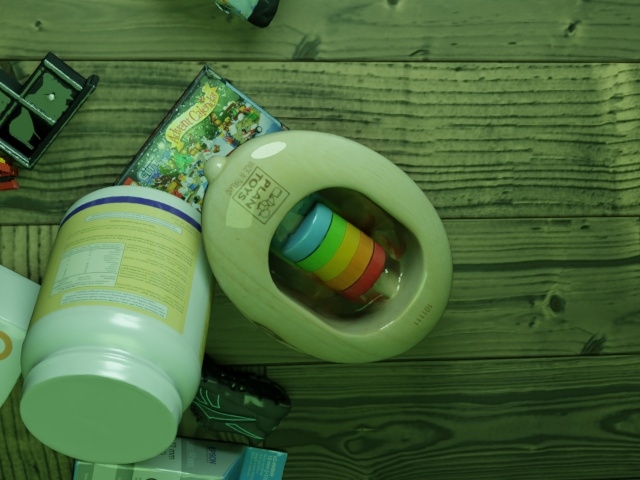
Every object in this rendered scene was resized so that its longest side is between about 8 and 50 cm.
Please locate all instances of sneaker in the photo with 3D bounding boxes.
[{"bbox_3d":[-0.180,0.247,1.715,0.267,0.101,0.106,27,108,-16],"label":"sneaker"}]

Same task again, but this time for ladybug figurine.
[{"bbox_3d":[0.000,0.000,1.580,0.449,0.162,0.305,39,91,-31],"label":"ladybug figurine"}]

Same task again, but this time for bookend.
[{"bbox_3d":[-0.421,-0.210,1.519,0.156,0.072,0.157,38,102,-19],"label":"bookend"}]

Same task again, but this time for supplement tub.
[{"bbox_3d":[-0.275,0.113,1.496,0.240,0.331,0.241,2,136,2],"label":"supplement tub"}]

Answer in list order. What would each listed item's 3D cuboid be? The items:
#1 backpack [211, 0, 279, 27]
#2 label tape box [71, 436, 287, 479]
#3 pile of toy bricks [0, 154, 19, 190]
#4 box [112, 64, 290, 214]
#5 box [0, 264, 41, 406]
[{"bbox_3d":[-0.125,-0.386,1.467,0.182,0.115,0.152,25,109,-13],"label":"backpack"},{"bbox_3d":[-0.243,0.458,1.783,0.347,0.115,0.249,10,110,-9],"label":"label tape box"},{"bbox_3d":[-0.533,-0.121,1.537,0.212,0.118,0.105,-5,84,11],"label":"pile of toy bricks"},{"bbox_3d":[-0.177,-0.118,1.602,0.159,0.044,0.233,36,103,-19],"label":"box"},{"bbox_3d":[-0.597,0.112,1.571,0.345,0.168,0.215,30,104,-17],"label":"box"}]
